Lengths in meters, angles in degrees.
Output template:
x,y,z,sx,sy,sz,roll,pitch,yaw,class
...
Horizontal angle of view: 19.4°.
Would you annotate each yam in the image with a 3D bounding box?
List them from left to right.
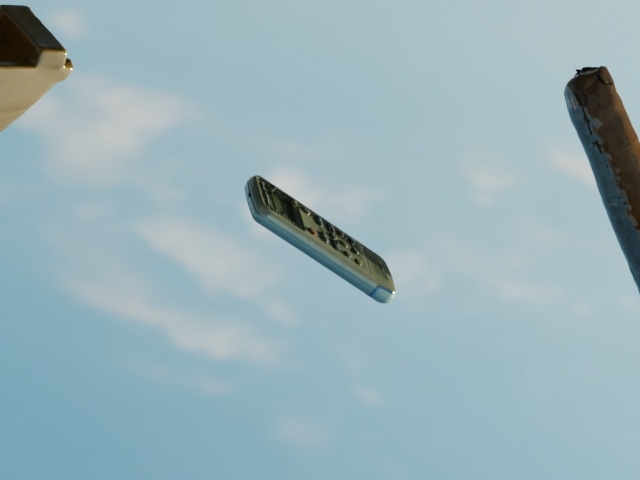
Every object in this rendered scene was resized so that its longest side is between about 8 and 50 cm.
x,y,z,sx,sy,sz,roll,pitch,yaw,class
0.243,-0.007,1.398,0.046,0.264,0.046,-23,-174,2,yam

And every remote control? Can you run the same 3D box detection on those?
x,y,z,sx,sy,sz,roll,pitch,yaw,class
0.000,0.000,1.263,0.124,0.018,0.053,34,-160,-25,remote control

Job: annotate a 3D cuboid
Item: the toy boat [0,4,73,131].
x,y,z,sx,sy,sz,roll,pitch,yaw,class
-0.165,-0.061,0.518,0.200,0.077,0.057,4,-152,-34,toy boat
